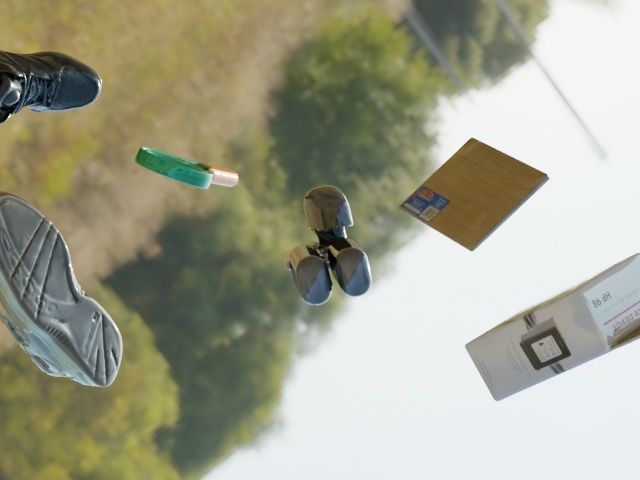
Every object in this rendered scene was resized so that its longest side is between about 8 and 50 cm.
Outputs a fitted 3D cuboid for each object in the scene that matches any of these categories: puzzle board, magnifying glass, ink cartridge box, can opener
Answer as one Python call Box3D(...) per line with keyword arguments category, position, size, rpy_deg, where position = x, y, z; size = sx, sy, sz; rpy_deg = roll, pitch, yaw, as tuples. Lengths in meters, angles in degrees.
Box3D(category="puzzle board", position=(0.136, -0.041, 1.673), size=(0.096, 0.011, 0.128), rpy_deg=(-44, -148, -8))
Box3D(category="magnifying glass", position=(-0.153, -0.083, 2.269), size=(0.026, 0.092, 0.231), rpy_deg=(-69, 163, 6))
Box3D(category="ink cartridge box", position=(0.225, 0.069, 1.616), size=(0.104, 0.060, 0.180), rpy_deg=(-27, 177, -46))
Box3D(category="can opener", position=(0.000, 0.000, 1.824), size=(0.076, 0.095, 0.283), rpy_deg=(-11, -176, -2))

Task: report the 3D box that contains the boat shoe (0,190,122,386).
Box3D(category="boat shoe", position=(-0.323, 0.060, 2.067), size=(0.098, 0.302, 0.109), rpy_deg=(0, -126, 25))

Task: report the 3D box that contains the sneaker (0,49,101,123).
Box3D(category="sneaker", position=(-0.375, -0.191, 2.387), size=(0.087, 0.227, 0.130), rpy_deg=(-63, -144, 21))
